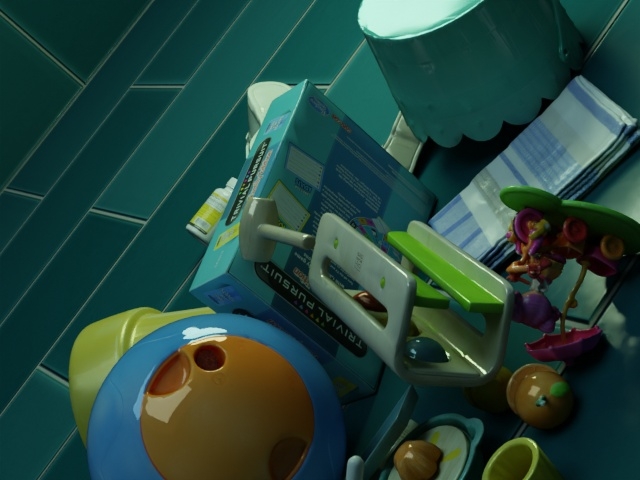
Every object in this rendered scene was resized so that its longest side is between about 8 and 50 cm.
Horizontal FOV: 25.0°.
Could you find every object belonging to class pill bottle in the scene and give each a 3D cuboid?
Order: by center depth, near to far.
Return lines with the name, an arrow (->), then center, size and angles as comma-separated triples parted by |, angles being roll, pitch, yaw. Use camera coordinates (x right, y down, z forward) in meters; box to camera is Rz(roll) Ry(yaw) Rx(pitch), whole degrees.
pill bottle -> -0.164, -0.045, 2.388 | 0.116, 0.065, 0.065 | -51, 25, -8

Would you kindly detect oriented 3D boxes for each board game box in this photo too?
board game box -> 0.000, 0.000, 1.831 | 0.079, 0.254, 0.336 | -26, 33, 43

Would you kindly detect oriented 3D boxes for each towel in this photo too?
towel -> 0.259, -0.079, 1.791 | 0.285, 0.034, 0.209 | -44, 24, 11

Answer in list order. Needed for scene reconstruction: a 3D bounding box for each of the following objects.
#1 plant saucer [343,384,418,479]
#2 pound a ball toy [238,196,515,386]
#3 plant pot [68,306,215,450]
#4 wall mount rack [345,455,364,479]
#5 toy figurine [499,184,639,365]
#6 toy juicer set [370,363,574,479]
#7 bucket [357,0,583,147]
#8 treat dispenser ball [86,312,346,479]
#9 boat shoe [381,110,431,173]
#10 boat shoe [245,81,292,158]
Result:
plant saucer -> 0.054, 0.240, 1.570 | 0.192, 0.018, 0.067 | -58, 0, 34
pound a ball toy -> 0.044, 0.059, 1.582 | 0.319, 0.208, 0.135 | -141, 59, -64
plant pot -> -0.156, 0.188, 1.854 | 0.239, 0.254, 0.254 | -21, 33, 18
wall mount rack -> 0.009, 0.395, 1.397 | 0.304, 0.130, 0.350 | -48, 26, 0
toy figurine -> 0.246, 0.047, 1.507 | 0.130, 0.173, 0.159 | -23, 46, 64
toy juicer set -> 0.124, 0.214, 1.520 | 0.329, 0.089, 0.209 | -24, 34, 42
bucket -> 0.197, -0.281, 1.938 | 0.281, 0.183, 0.281 | -23, 35, 17
treat dispenser ball -> -0.114, 0.224, 1.602 | 0.288, 0.288, 0.288 | -37, 27, 23
boat shoe -> 0.108, -0.108, 2.071 | 0.206, 0.075, 0.065 | -59, -17, -9
boat shoe -> -0.067, -0.147, 2.382 | 0.319, 0.116, 0.099 | -104, 16, -53
